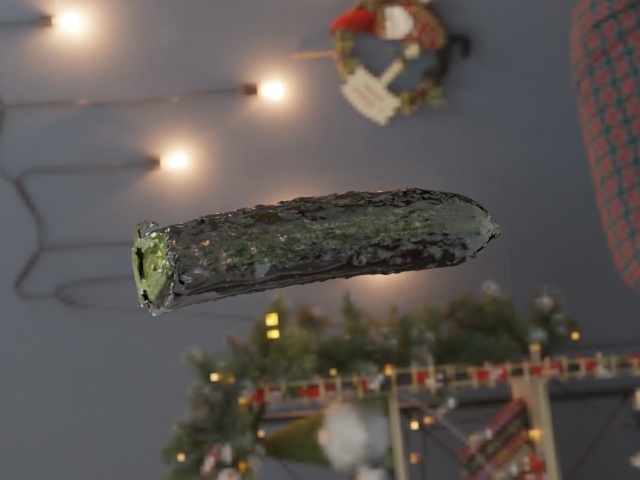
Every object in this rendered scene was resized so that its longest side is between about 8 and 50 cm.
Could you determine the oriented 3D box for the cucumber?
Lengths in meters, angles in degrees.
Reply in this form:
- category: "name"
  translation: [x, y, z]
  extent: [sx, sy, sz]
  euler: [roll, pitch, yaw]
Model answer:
- category: "cucumber"
  translation: [0.000, -0.001, 0.896]
  extent: [0.067, 0.245, 0.067]
  euler: [170, 90, -84]
